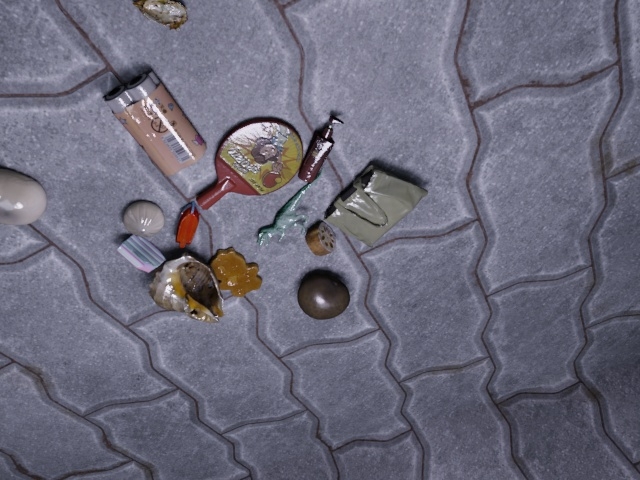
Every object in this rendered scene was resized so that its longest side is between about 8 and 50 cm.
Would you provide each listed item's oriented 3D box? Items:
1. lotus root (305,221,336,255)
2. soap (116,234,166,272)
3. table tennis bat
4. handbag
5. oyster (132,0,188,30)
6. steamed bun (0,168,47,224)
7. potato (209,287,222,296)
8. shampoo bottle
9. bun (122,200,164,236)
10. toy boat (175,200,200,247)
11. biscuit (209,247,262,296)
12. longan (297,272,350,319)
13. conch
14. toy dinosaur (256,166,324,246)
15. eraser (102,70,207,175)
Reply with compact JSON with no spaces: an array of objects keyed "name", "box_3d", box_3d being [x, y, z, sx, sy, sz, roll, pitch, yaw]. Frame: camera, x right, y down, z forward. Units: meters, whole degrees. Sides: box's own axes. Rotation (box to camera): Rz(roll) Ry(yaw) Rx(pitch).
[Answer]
[{"name":"lotus root","box_3d":[0.000,0.002,1.937,0.081,0.112,0.122,-26,132,21]},{"name":"soap","box_3d":[-0.632,0.049,1.853,0.149,0.100,0.056,43,120,-10]},{"name":"table tennis bat","box_3d":[-0.243,-0.238,1.722,0.415,0.051,0.268,-35,129,15]},{"name":"handbag","box_3d":[0.192,-0.120,1.875,0.253,0.109,0.316,28,126,-26]},{"name":"oyster","box_3d":[-0.415,-0.608,1.369,0.132,0.029,0.086,30,113,-28]},{"name":"steamed bun","box_3d":[-0.975,-0.124,1.610,0.228,0.130,0.177,22,124,-30]},{"name":"potato","box_3d":[-0.441,0.251,2.092,0.092,0.070,0.137,6,129,-18]},{"name":"shampoo bottle","box_3d":[-0.002,-0.297,1.703,0.068,0.067,0.236,15,124,-19]},{"name":"bun","box_3d":[-0.602,-0.059,1.772,0.139,0.094,0.138,-4,133,-4]},{"name":"toy boat","box_3d":[-0.464,-0.057,1.825,0.069,0.058,0.172,11,121,-21]},{"name":"biscuit","box_3d":[-0.335,0.125,2.027,0.184,0.035,0.248,-28,130,12]},{"name":"longan","box_3d":[0.011,0.224,2.091,0.213,0.198,0.197,2,130,-16]},{"name":"conch","box_3d":[-0.474,0.164,1.929,0.324,0.186,0.263,28,122,-3]},{"name":"toy dinosaur","box_3d":[-0.072,-0.092,1.864,0.129,0.076,0.383,41,107,-15]},{"name":"eraser","box_3d":[-0.485,-0.339,1.555,0.171,0.087,0.290,-26,132,7]}]
